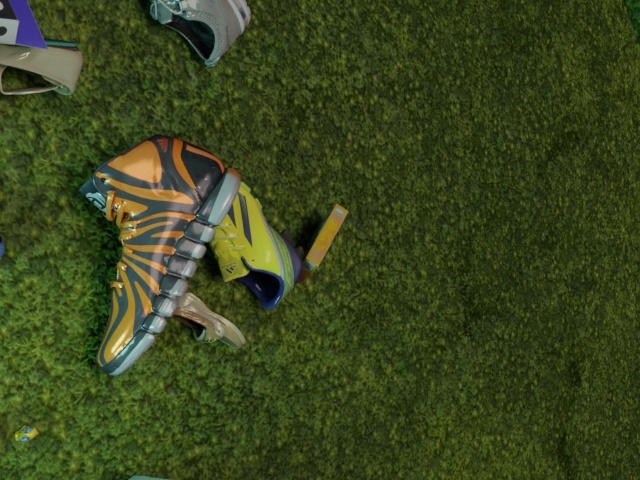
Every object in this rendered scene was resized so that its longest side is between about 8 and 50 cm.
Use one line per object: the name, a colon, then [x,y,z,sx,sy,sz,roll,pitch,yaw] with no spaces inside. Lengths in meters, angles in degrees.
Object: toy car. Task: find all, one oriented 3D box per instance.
toy car: [-0.391,0.225,1.132,0.122,0.040,0.060,-20,101,-46]

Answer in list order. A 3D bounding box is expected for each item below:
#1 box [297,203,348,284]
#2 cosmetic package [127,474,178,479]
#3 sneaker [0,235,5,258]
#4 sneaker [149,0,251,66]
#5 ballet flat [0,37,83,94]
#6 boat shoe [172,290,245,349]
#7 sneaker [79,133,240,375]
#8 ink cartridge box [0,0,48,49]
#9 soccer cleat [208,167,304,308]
box: [0.000,0.000,1.554,0.028,0.081,0.136,31,57,-7]
cosmetic package: [-0.272,0.436,1.174,0.296,0.129,0.153,-37,111,-44]
sneaker: [-0.453,-0.005,1.085,0.188,0.067,0.078,0,64,-46]
sneaker: [-0.206,-0.363,1.352,0.281,0.105,0.115,41,57,-38]
ballet flat: [-0.396,-0.219,1.155,0.248,0.086,0.086,3,83,-48]
boat shoe: [-0.167,0.124,1.386,0.135,0.050,0.045,40,61,-26]
sneaker: [-0.253,0.006,1.262,0.180,0.124,0.321,30,74,-15]
ink cartridge box: [-0.425,-0.315,1.089,0.208,0.045,0.206,-4,59,-48]
soccer cleat: [-0.130,-0.007,1.406,0.289,0.093,0.121,46,57,-35]
